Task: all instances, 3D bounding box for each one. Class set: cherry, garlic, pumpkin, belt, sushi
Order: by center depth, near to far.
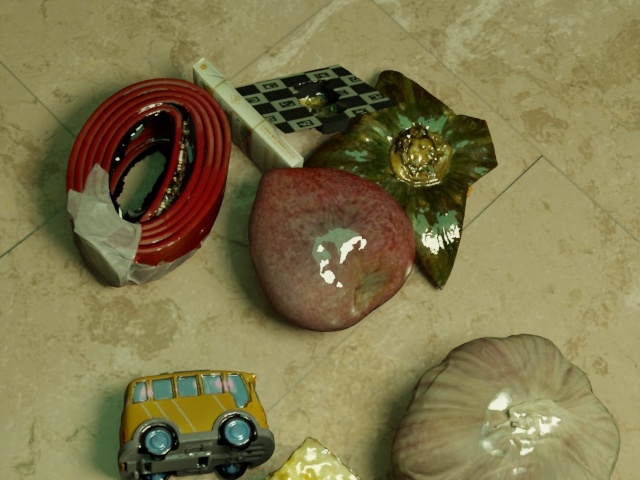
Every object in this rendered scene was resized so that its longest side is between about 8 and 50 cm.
[{"bbox_3d":[0.248,0.278,1.571,0.317,0.259,0.317,4,61,-8],"label":"garlic"},{"bbox_3d":[0.007,0.008,1.692,0.239,0.206,0.239,-14,50,17],"label":"cherry"},{"bbox_3d":[-0.258,-0.083,1.731,0.227,0.115,0.324,21,63,3],"label":"belt"},{"bbox_3d":[0.145,-0.110,1.816,0.290,0.095,0.258,36,69,11],"label":"pumpkin"},{"bbox_3d":[-0.011,-0.199,1.821,0.192,0.051,0.215,-16,30,-19],"label":"sushi"}]

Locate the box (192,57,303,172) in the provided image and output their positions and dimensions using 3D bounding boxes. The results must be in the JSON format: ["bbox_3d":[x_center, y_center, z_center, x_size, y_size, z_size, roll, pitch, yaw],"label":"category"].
[{"bbox_3d":[-0.112,-0.170,1.787,0.032,0.122,0.220,-41,78,-16],"label":"box"}]

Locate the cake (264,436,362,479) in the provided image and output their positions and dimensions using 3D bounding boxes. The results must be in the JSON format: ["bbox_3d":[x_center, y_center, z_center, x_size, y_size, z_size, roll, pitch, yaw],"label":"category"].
[{"bbox_3d":[-0.039,0.434,1.474,0.227,0.222,0.286,41,67,11],"label":"cake"}]

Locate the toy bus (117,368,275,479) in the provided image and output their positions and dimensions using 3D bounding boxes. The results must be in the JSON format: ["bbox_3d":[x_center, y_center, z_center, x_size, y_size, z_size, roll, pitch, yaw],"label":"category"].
[{"bbox_3d":[-0.172,0.246,1.594,0.209,0.126,0.136,-4,58,-11],"label":"toy bus"}]
